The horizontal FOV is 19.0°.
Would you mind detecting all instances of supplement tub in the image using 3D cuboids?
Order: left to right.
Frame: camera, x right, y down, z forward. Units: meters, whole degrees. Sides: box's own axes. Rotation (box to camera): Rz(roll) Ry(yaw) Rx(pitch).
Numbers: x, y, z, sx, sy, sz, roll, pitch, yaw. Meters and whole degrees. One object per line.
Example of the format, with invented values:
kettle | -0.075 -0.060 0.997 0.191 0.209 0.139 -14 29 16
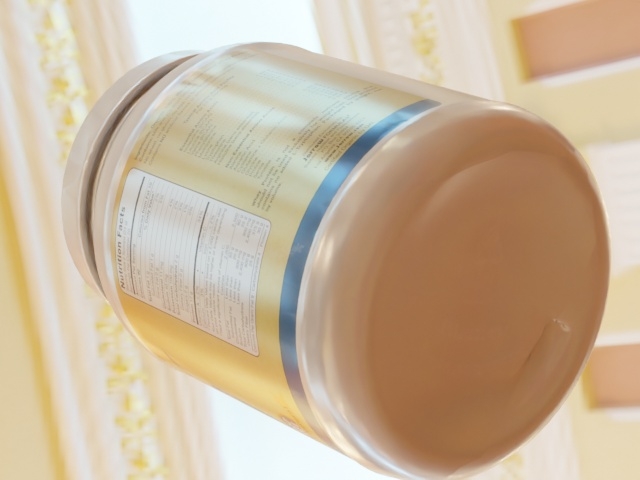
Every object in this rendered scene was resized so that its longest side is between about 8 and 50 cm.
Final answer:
supplement tub | 0.000 0.000 0.761 0.144 0.200 0.144 -13 -68 -36
